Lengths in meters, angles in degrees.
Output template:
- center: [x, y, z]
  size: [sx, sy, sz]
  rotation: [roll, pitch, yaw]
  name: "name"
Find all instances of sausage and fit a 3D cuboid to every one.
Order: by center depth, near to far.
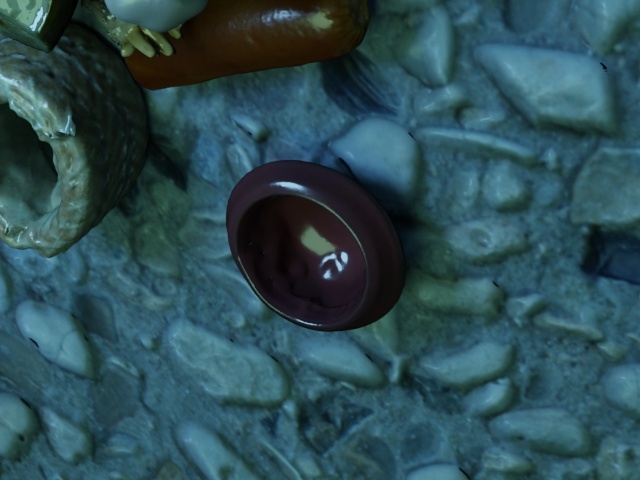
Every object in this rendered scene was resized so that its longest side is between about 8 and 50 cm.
- center: [-0.083, -0.203, 1.446]
  size: [0.300, 0.083, 0.089]
  rotation: [-7, 124, 35]
  name: "sausage"

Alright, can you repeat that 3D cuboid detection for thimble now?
- center: [-0.298, -0.110, 1.595]
  size: [0.196, 0.148, 0.229]
  rotation: [23, 130, 13]
  name: "thimble"

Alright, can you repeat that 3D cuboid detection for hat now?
- center: [0.000, 0.000, 1.550]
  size: [0.205, 0.089, 0.206]
  rotation: [14, 124, 22]
  name: "hat"

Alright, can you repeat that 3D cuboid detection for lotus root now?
- center: [-0.279, -0.281, 1.389]
  size: [0.142, 0.314, 0.210]
  rotation: [22, 101, -14]
  name: "lotus root"

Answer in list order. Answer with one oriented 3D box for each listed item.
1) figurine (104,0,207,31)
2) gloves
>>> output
- center: [-0.095, -0.380, 1.245]
  size: [0.206, 0.218, 0.365]
  rotation: [47, 138, 34]
  name: "figurine"
- center: [-0.175, -0.243, 1.423]
  size: [0.110, 0.144, 0.094]
  rotation: [-42, 131, 3]
  name: "gloves"
